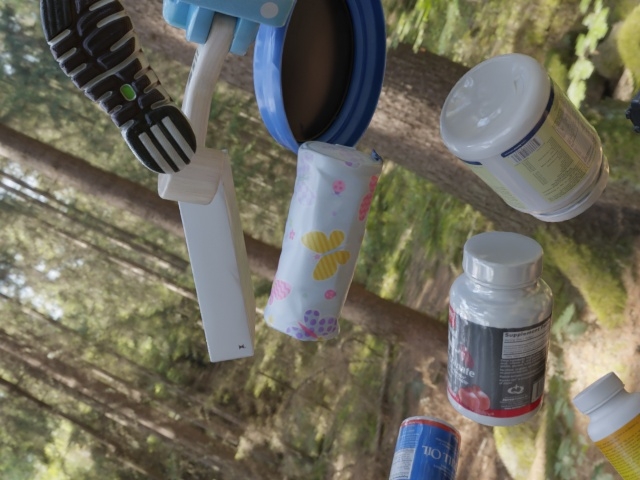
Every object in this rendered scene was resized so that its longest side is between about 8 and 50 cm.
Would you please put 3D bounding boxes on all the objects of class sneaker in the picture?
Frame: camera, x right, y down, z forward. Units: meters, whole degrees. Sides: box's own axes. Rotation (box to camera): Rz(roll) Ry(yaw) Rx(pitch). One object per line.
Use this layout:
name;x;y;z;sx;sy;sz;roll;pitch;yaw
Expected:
sneaker;-0.265;-0.211;0.954;0.106;0.281;0.162;-30;8;-5

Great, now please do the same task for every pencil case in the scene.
pencil case;0.000;0.000;0.978;0.124;0.114;0.273;-119;41;-72

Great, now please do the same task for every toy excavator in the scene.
toy excavator;-0.163;-0.338;1.127;0.445;0.222;0.433;118;151;-43

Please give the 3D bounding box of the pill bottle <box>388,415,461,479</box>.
pill bottle;0.192;0.457;1.347;0.124;0.124;0.221;105;-177;-51

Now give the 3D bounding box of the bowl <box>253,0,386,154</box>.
bowl;0.006;-0.351;1.404;0.391;0.077;0.391;-32;-51;-50

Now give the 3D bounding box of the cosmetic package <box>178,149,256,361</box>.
cosmetic package;-0.208;0.019;1.470;0.284;0.097;0.377;-116;16;-75

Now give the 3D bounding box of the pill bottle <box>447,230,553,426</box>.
pill bottle;0.315;0.153;1.261;0.176;0.176;0.318;-53;-36;-58

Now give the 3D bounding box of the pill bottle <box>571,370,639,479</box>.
pill bottle;0.608;0.381;1.374;0.136;0.245;0.136;-33;-17;-12

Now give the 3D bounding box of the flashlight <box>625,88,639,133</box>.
flashlight;0.704;-0.319;1.381;0.304;0.103;0.103;-50;-22;-20

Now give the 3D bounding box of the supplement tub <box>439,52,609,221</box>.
supplement tub;0.422;-0.198;1.454;0.235;0.325;0.235;-28;45;33
